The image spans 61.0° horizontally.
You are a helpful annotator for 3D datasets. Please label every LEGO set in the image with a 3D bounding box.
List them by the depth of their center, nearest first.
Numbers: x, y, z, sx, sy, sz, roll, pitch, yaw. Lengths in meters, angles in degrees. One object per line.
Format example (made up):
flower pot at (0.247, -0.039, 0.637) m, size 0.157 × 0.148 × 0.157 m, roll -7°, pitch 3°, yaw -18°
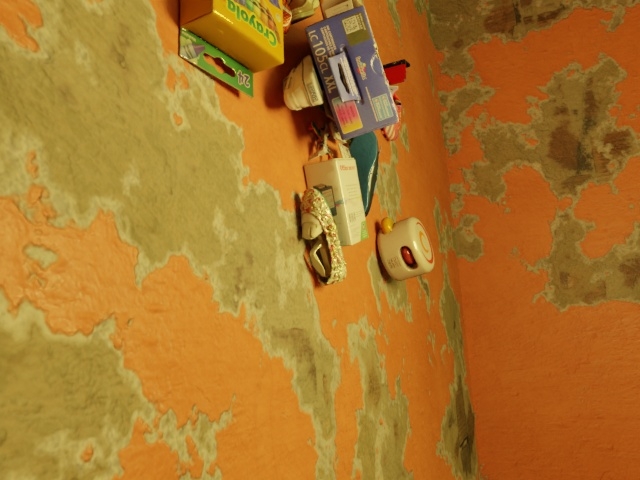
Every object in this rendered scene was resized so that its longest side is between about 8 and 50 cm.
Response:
LEGO set at (0.002, -0.293, 1.428) m, size 0.244 × 0.060 × 0.183 m, roll 2°, pitch 69°, yaw -68°

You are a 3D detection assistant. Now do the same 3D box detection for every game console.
game console at (0.241, -0.576, 1.914) m, size 0.124 × 0.143 × 0.085 m, roll -15°, pitch 97°, yaw -67°

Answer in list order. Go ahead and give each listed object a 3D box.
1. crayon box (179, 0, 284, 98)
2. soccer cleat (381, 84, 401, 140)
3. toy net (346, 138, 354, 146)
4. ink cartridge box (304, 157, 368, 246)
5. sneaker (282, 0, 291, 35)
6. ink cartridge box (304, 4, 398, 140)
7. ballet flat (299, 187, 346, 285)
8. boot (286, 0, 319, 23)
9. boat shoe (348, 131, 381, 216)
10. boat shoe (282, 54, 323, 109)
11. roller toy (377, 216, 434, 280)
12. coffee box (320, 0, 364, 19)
crayon box at (-0.158, -0.457, 1.003) m, size 0.203 × 0.083 × 0.323 m, roll 15°, pitch 70°, yaw -57°
soccer cleat at (0.260, -0.457, 1.967) m, size 0.248 × 0.095 × 0.083 m, roll 62°, pitch 30°, yaw -48°
toy net at (0.100, -0.382, 1.666) m, size 0.122 × 0.045 × 0.232 m, roll 6°, pitch 72°, yaw -38°
ink cartridge box at (0.044, -0.096, 1.369) m, size 0.154 × 0.093 × 0.213 m, roll -21°, pitch 104°, yaw -67°
sneaker at (-0.108, -0.545, 1.232) m, size 0.067 × 0.064 × 0.175 m, roll 127°, pitch -44°, yaw -70°
ink cartridge box at (0.079, -0.402, 1.332) m, size 0.395 × 0.151 × 0.270 m, roll -81°, pitch 152°, yaw -75°
ballet flat at (0.000, 0.000, 1.259) m, size 0.077 × 0.091 × 0.241 m, roll -35°, pitch 113°, yaw -40°
boot at (-0.068, -0.620, 1.309) m, size 0.213 × 0.077 × 0.165 m, roll -74°, pitch 148°, yaw -53°
boat shoe at (0.117, -0.192, 1.591) m, size 0.089 × 0.108 × 0.259 m, roll 30°, pitch 71°, yaw -70°
boat shoe at (-0.044, -0.358, 1.263) m, size 0.268 × 0.088 × 0.096 m, roll -94°, pitch 164°, yaw -59°
roller toy at (0.275, 0.030, 1.792) m, size 0.209 × 0.146 × 0.191 m, roll 35°, pitch 41°, yaw -52°
coffee box at (0.070, -0.688, 1.616) m, size 0.141 × 0.098 × 0.247 m, roll -46°, pitch 124°, yaw -61°
